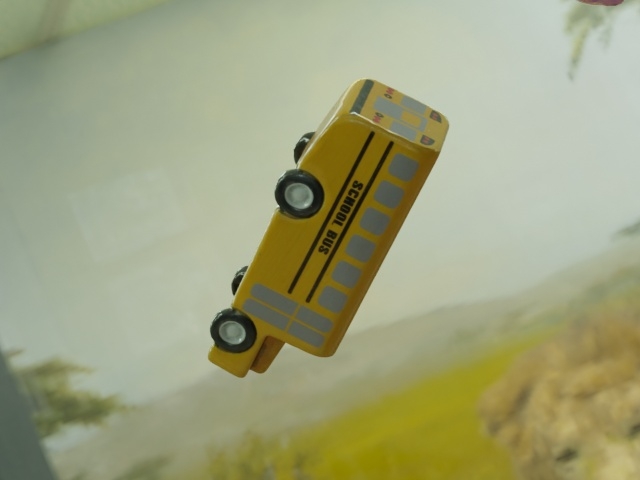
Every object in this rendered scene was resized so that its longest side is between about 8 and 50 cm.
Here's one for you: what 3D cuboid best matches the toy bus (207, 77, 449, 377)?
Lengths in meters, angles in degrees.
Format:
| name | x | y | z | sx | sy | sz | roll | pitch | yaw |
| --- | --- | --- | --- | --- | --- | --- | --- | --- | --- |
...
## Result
| name | x | y | z | sx | sy | sz | roll | pitch | yaw |
| --- | --- | --- | --- | --- | --- | --- | --- | --- | --- |
| toy bus | 0.000 | 0.000 | 1.489 | 0.108 | 0.130 | 0.333 | -68 | 3 | -60 |

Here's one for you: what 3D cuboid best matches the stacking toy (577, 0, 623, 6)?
| name | x | y | z | sx | sy | sz | roll | pitch | yaw |
| --- | --- | --- | --- | --- | --- | --- | --- | --- | --- |
| stacking toy | 0.162 | -0.198 | 0.862 | 0.175 | 0.302 | 0.166 | -47 | -28 | 13 |
